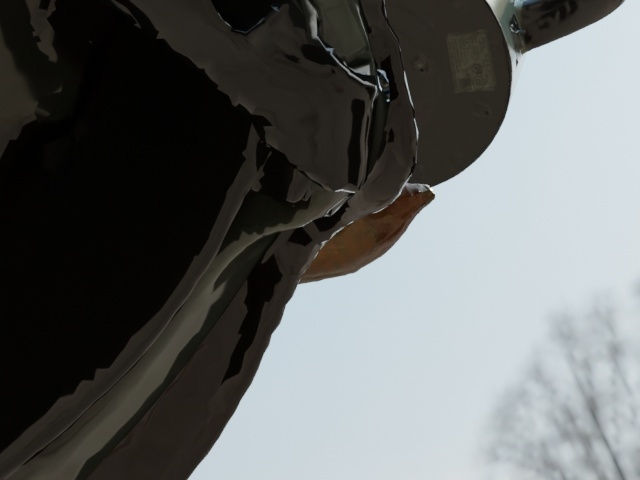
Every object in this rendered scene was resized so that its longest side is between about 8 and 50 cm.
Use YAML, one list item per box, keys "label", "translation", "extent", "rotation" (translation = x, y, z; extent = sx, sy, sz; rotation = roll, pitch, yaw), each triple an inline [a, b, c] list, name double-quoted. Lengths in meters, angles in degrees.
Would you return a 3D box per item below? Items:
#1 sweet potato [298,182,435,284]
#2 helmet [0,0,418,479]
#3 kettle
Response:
- label: "sweet potato"
  translation: [0.000, 0.000, 0.668]
  extent: [0.095, 0.034, 0.034]
  rotation: [-24, -21, 8]
- label: "helmet"
  translation: [-0.116, -0.030, 0.311]
  extent: [0.225, 0.177, 0.305]
  rotation: [-34, -20, -28]
- label: "kettle"
  translation: [0.084, -0.154, 1.076]
  extent: [0.221, 0.161, 0.236]
  rotation: [-5, 27, 18]
